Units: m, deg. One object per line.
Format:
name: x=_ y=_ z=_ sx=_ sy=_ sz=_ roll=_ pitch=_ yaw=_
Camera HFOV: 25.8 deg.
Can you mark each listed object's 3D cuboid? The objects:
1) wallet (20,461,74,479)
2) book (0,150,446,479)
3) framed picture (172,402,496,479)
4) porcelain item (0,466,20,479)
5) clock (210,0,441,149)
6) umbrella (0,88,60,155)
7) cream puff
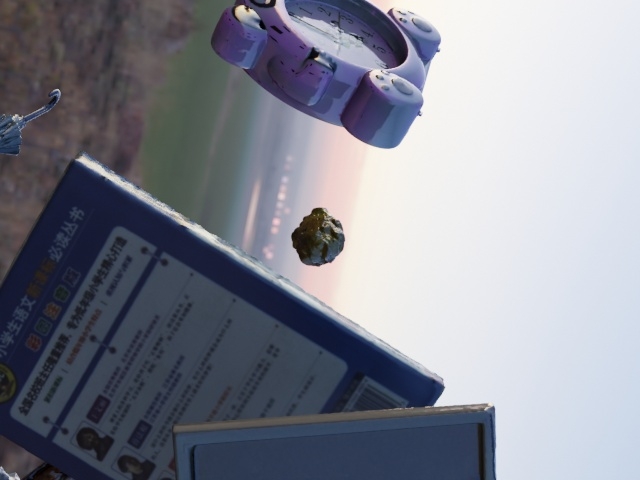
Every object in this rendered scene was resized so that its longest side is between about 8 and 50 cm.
wallet: x=-0.303 y=0.313 z=1.528 sx=0.042 sy=0.161 sz=0.195 roll=52 pitch=-6 yaw=29
book: x=-0.133 y=0.147 z=1.392 sx=0.300 sy=0.428 sz=0.039 roll=-57 pitch=-177 yaw=16
framed picture: x=0.016 y=0.255 z=0.924 sx=0.020 sy=0.211 sz=0.290 roll=-118 pitch=-156 yaw=-80
porcelain item: x=-0.342 y=0.271 z=1.540 sx=0.028 sy=0.036 sz=0.083 roll=-49 pitch=147 yaw=-11
clock: x=0.009 y=-0.221 z=1.607 sx=0.090 sy=0.247 sz=0.228 roll=-60 pitch=-174 yaw=35
umbrella: x=-0.331 y=-0.080 z=1.311 sx=0.269 sy=0.044 sz=0.044 roll=-41 pitch=171 yaw=-48
cream puff: x=0.000 y=0.000 z=1.812 sx=0.083 sy=0.058 sz=0.083 roll=-4 pitch=-137 yaw=47
